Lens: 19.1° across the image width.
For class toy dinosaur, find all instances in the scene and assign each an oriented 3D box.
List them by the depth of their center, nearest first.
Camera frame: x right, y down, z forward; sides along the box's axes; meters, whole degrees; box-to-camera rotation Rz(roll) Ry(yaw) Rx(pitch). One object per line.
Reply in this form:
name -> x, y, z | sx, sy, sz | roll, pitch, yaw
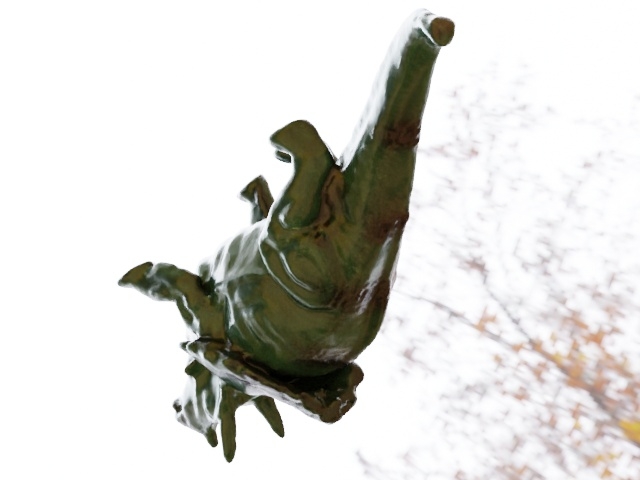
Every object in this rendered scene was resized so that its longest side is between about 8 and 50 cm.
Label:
toy dinosaur -> -0.012, -0.010, 0.853 | 0.079, 0.120, 0.292 | -23, -37, -43
